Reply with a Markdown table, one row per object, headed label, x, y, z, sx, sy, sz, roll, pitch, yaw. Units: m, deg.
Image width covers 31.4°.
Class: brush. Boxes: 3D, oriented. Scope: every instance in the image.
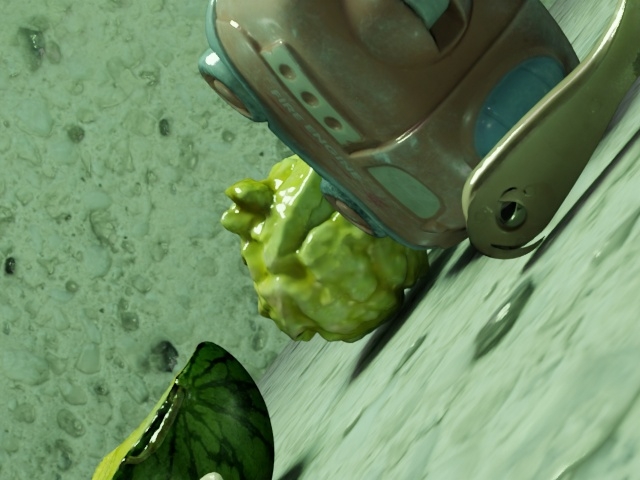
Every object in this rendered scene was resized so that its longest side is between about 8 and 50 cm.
| label | x | y | z | sx | sy | sz | roll | pitch | yaw |
| --- | --- | --- | --- | --- | --- | --- | --- | --- | --- |
| brush | 0.177 | -0.114 | 0.586 | 0.312 | 0.072 | 0.067 | -53 | 14 | 12 |

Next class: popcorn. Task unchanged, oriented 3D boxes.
| label | x | y | z | sx | sy | sz | roll | pitch | yaw |
| --- | --- | --- | --- | --- | --- | --- | --- | --- | --- |
| popcorn | 0.001 | -0.001 | 1.020 | 0.167 | 0.187 | 0.185 | -61 | -18 | 17 |

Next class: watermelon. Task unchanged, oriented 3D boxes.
| label | x | y | z | sx | sy | sz | roll | pitch | yaw |
| --- | --- | --- | --- | --- | --- | --- | --- | --- | --- |
| watermelon | -0.106 | 0.189 | 0.890 | 0.232 | 0.127 | 0.204 | -54 | -2 | 40 |

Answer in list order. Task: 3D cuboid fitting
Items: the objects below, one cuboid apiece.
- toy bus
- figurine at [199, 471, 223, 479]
| label | x | y | z | sx | sy | sz | roll | pitch | yaw |
| --- | --- | --- | --- | --- | --- | --- | --- | --- | --- |
| toy bus | 0.065 | -0.128 | 0.822 | 0.197 | 0.294 | 0.232 | -48 | 17 | -9 |
| figurine | -0.107 | 0.199 | 0.468 | 0.235 | 0.127 | 0.155 | -49 | -19 | -12 |
